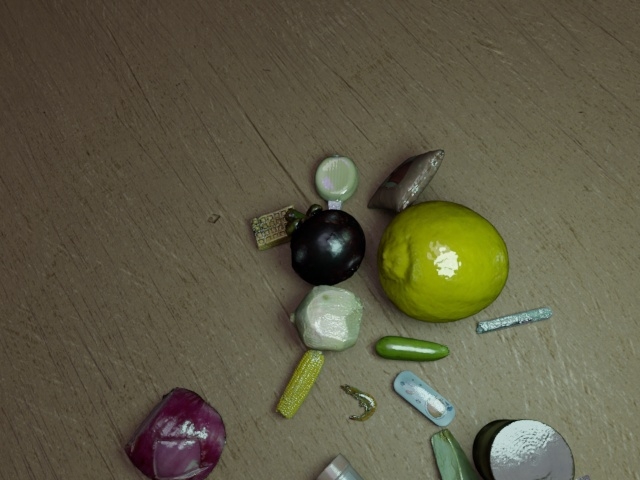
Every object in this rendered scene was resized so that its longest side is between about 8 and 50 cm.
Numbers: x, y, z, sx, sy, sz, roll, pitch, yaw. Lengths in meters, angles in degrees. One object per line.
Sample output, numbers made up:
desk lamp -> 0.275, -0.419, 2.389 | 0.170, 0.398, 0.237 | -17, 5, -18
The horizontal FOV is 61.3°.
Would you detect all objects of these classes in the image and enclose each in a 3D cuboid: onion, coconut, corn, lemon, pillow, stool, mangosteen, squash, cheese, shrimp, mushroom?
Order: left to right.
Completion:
onion -> -0.394, 0.541, 1.457 | 0.247, 0.111, 0.250 | 34, 77, 18
corn -> -0.053, 0.390, 1.484 | 0.067, 0.067, 0.206 | 28, 79, 15
mangosteen -> 0.000, 0.000, 1.522 | 0.228, 0.228, 0.265 | -42, 76, -7
coconut -> 0.012, 0.216, 1.477 | 0.194, 0.194, 0.194 | -2, 72, 6
cheese -> 0.046, -0.150, 1.651 | 0.137, 0.064, 0.227 | 0, 71, 11
shrimp -> 0.094, 0.444, 1.473 | 0.114, 0.023, 0.083 | 31, 81, 12
pillow -> 0.247, -0.167, 1.559 | 0.084, 0.236, 0.223 | 44, 85, -12
squash -> 0.250, 0.297, 1.478 | 0.201, 0.066, 0.066 | 2, 72, 5
lemon -> 0.316, 0.056, 1.415 | 0.348, 0.348, 0.348 | -2, 72, 6
mushroom -> 0.368, 0.639, 1.337 | 0.087, 0.107, 0.333 | -45, 66, 39
stool -> 0.467, 0.515, 1.275 | 0.179, 0.264, 0.179 | -2, 72, 7

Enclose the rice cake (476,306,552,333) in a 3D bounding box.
rice cake -> 0.531, 0.220, 1.486 | 0.208, 0.033, 0.033 | -14, 69, 3

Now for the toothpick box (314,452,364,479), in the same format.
toothpick box -> 0.069, 0.632, 1.373 | 0.098, 0.098, 0.149 | -45, 73, -8

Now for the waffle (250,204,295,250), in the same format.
waffle -> -0.134, -0.039, 1.648 | 0.148, 0.042, 0.102 | -19, 71, 1

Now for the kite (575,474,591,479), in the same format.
kite -> 0.652, 0.623, 1.356 | 0.078, 0.002, 0.044 | -40, 72, -7

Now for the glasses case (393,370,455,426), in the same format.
glasses case -> 0.276, 0.422, 1.444 | 0.178, 0.045, 0.067 | 37, 80, 16
